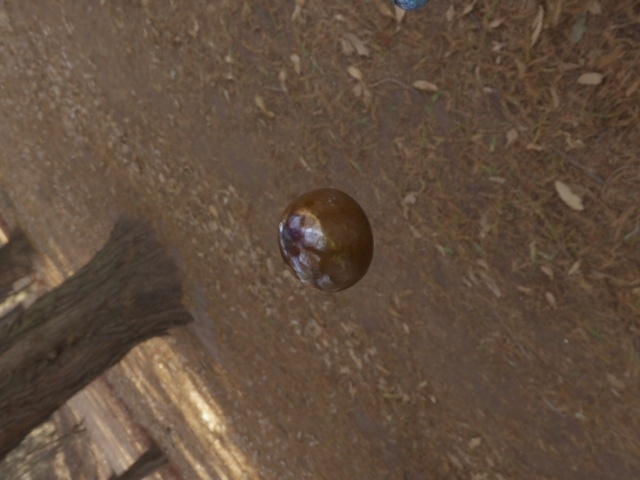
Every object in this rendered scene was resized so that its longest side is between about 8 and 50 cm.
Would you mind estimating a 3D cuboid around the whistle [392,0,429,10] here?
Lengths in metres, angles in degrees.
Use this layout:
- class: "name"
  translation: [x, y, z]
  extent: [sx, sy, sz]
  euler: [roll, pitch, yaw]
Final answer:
- class: "whistle"
  translation: [0.158, -0.437, 1.053]
  extent: [0.090, 0.158, 0.090]
  euler: [6, 116, 13]

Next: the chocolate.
- class: "chocolate"
  translation: [0.000, 0.000, 0.967]
  extent: [0.177, 0.177, 0.176]
  euler: [39, 148, 30]
